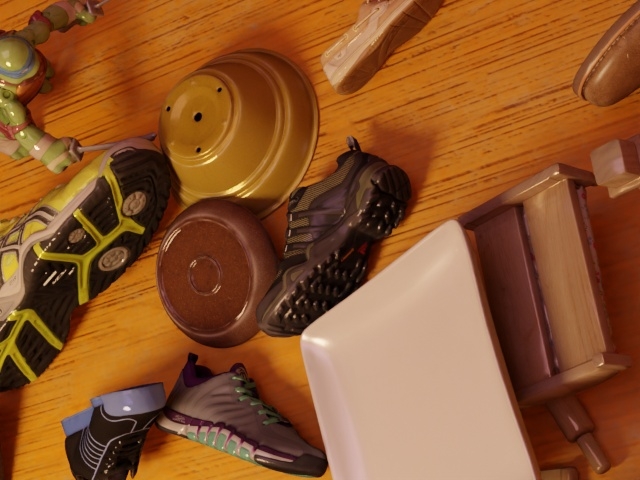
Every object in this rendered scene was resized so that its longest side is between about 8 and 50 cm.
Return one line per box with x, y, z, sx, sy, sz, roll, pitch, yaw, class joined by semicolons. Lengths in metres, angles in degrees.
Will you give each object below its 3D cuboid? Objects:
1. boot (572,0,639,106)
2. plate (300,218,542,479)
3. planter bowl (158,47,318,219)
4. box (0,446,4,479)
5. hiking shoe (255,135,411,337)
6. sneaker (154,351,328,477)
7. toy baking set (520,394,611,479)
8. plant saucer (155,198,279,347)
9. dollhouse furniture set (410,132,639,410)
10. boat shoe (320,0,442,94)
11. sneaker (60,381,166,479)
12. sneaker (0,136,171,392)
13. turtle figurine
0.379;-0.200;1.324;0.305;0.112;0.115;-34;73;18;boot
0.096;0.161;1.372;0.278;0.045;0.277;-40;57;44;plate
-0.116;-0.129;1.616;0.217;0.090;0.217;-8;73;29;planter bowl
-0.533;0.259;1.706;0.270;0.165;0.143;3;103;32;box
0.000;0.000;1.526;0.227;0.086;0.114;-52;44;3;hiking shoe
-0.080;0.183;1.518;0.223;0.083;0.098;13;80;34;sneaker
0.162;0.185;1.395;0.196;0.030;0.256;-35;62;20;toy baking set
-0.123;0.038;1.588;0.168;0.029;0.168;1;92;32;plant saucer
0.281;0.091;1.323;0.355;0.173;0.303;-29;61;45;dollhouse furniture set
0.063;-0.235;1.548;0.170;0.063;0.059;-43;65;16;boat shoe
-0.220;0.217;1.557;0.232;0.081;0.090;-35;67;59;sneaker
-0.324;0.009;1.657;0.385;0.145;0.147;-46;56;22;sneaker
-0.307;-0.179;1.700;0.198;0.274;0.266;71;161;-2;turtle figurine
